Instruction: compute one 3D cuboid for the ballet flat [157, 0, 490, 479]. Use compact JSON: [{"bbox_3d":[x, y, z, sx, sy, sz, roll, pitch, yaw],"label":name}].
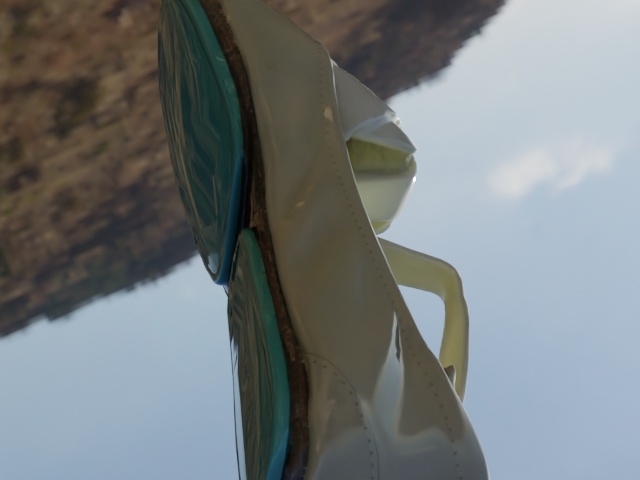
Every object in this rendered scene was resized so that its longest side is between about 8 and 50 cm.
[{"bbox_3d":[0.000,0.000,0.575,0.086,0.086,0.248,-23,-135,9],"label":"ballet flat"}]
